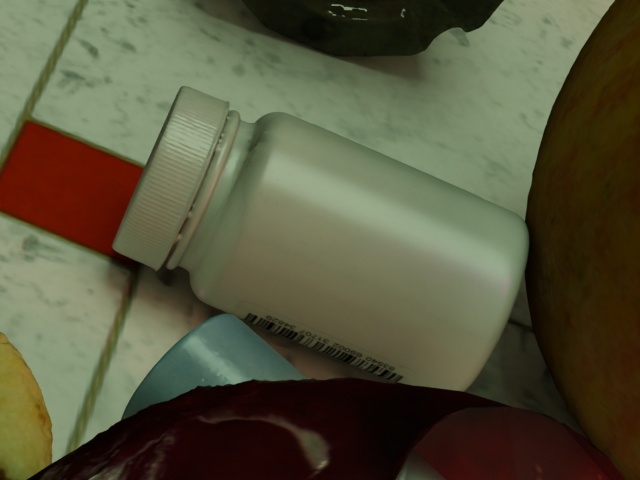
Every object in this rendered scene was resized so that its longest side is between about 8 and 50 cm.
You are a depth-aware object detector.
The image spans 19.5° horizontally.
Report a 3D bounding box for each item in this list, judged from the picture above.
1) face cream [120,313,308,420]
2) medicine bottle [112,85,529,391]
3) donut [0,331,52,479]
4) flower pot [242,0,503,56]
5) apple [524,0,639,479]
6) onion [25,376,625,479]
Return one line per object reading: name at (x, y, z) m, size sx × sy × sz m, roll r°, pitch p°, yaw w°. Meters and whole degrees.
face cream at (0.028, 0.137, 0.786) m, size 0.250 × 0.077 × 0.077 m, roll 41°, pitch 37°, yaw 16°
medicine bottle at (0.000, 0.000, 0.918) m, size 0.186 × 0.103 × 0.103 m, roll 23°, pitch 35°, yaw -6°
donut at (-0.167, 0.093, 0.707) m, size 0.141 × 0.085 × 0.217 m, roll 25°, pitch 33°, yaw -3°
flower pot at (0.040, -0.265, 1.167) m, size 0.290 × 0.290 × 0.259 m, roll 16°, pitch 47°, yaw -17°
apple at (0.304, -0.013, 0.939) m, size 0.400 × 0.333 × 0.400 m, roll 19°, pitch 35°, yaw -14°
onion at (-0.012, 0.139, 0.597) m, size 0.207 × 0.206 × 0.216 m, roll 27°, pitch 50°, yaw -22°
